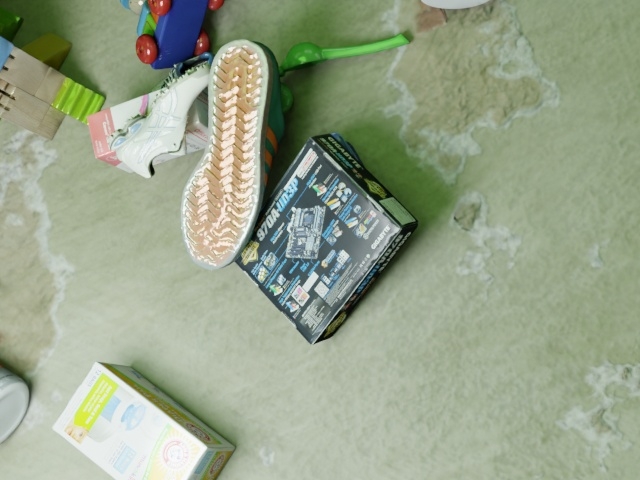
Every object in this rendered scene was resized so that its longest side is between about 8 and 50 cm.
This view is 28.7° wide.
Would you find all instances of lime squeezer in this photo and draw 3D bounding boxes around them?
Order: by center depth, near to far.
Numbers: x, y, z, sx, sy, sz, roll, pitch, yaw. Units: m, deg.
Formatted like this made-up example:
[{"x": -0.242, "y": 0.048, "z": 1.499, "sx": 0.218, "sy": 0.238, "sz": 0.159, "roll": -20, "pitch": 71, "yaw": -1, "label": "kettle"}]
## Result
[{"x": -0.027, "y": -0.200, "z": 1.729, "sx": 0.110, "sy": 0.059, "sz": 0.310, "roll": 43, "pitch": 95, "yaw": -13, "label": "lime squeezer"}]

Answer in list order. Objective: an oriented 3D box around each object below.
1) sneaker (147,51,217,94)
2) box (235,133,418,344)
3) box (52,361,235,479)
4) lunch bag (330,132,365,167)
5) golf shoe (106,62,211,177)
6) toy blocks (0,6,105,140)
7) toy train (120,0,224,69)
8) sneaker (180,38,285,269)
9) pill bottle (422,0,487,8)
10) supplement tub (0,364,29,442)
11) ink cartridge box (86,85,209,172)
[{"x": -0.198, "y": -0.228, "z": 1.774, "sx": 0.135, "sy": 0.058, "sz": 0.052, "roll": -32, "pitch": 73, "yaw": 10, "label": "sneaker"}, {"x": 0.000, "y": 0.000, "z": 1.633, "sx": 0.175, "sy": 0.051, "sz": 0.220, "roll": 46, "pitch": 119, "yaw": 19, "label": "box"}, {"x": -0.234, "y": 0.265, "z": 1.674, "sx": 0.203, "sy": 0.103, "sz": 0.114, "roll": 34, "pitch": 92, "yaw": 20, "label": "box"}, {"x": 0.023, "y": -0.090, "z": 1.677, "sx": 0.067, "sy": 0.065, "sz": 0.098, "roll": -33, "pitch": 72, "yaw": 10, "label": "lunch bag"}, {"x": -0.193, "y": -0.156, "z": 1.645, "sx": 0.176, "sy": 0.069, "sz": 0.086, "roll": -41, "pitch": 93, "yaw": 14, "label": "golf shoe"}, {"x": -0.532, "y": -0.273, "z": 1.778, "sx": 0.381, "sy": 0.261, "sz": 0.190, "roll": 28, "pitch": 89, "yaw": 20, "label": "toy blocks"}, {"x": -0.206, "y": -0.370, "z": 1.726, "sx": 0.143, "sy": 0.105, "sz": 0.248, "roll": 56, "pitch": 142, "yaw": 29, "label": "toy train"}, {"x": -0.101, "y": -0.110, "z": 1.653, "sx": 0.108, "sy": 0.121, "sz": 0.302, "roll": 14, "pitch": 97, "yaw": 17, "label": "sneaker"}, {"x": 0.178, "y": -0.422, "z": 1.659, "sx": 0.119, "sy": 0.119, "sz": 0.208, "roll": -4, "pitch": 79, "yaw": 17, "label": "pill bottle"}, {"x": -0.516, "y": 0.202, "z": 1.765, "sx": 0.190, "sy": 0.117, "sz": 0.117, "roll": 30, "pitch": 90, "yaw": 19, "label": "supplement tub"}, {"x": -0.206, "y": -0.161, "z": 1.733, "sx": 0.198, "sy": 0.115, "sz": 0.067, "roll": -18, "pitch": 78, "yaw": 14, "label": "ink cartridge box"}]
